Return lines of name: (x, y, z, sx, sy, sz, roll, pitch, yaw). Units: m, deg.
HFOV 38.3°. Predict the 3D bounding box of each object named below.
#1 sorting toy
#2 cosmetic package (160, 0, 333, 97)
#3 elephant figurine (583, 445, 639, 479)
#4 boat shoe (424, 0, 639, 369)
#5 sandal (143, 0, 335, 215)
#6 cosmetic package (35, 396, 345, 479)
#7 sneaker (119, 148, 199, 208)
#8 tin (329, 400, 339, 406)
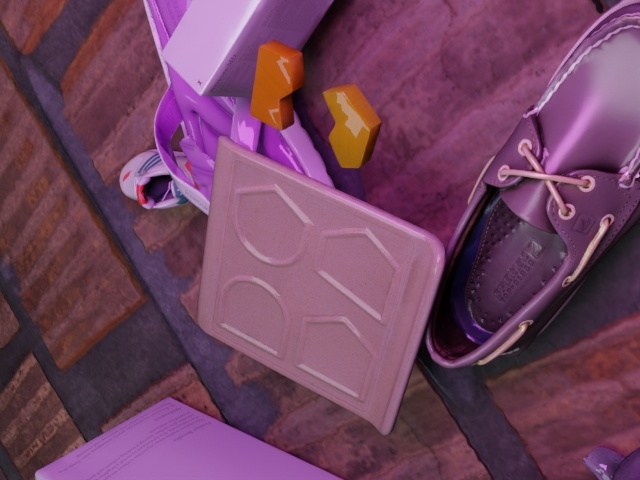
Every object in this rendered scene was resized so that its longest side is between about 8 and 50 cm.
sorting toy: (0.000, 0.000, 0.769, 0.229, 0.041, 0.307, 29, 129, 21)
cosmetic package: (-0.024, -0.223, 0.723, 0.060, 0.099, 0.239, 45, 116, 17)
elephant figurine: (0.247, 0.228, 0.624, 0.169, 0.239, 0.186, 50, 134, 13)
boat shoe: (0.169, -0.028, 0.680, 0.116, 0.096, 0.324, 42, 132, 21)
sandal: (-0.103, -0.102, 0.872, 0.169, 0.102, 0.417, -27, 83, 48)
cosmetic package: (-0.114, 0.337, 1.027, 0.384, 0.217, 0.156, 18, 120, 38)
sneaker: (-0.182, -0.064, 1.001, 0.161, 0.075, 0.057, 2, 110, 42)
tin: (0.025, 0.081, 0.908, 0.106, 0.040, 0.190, 25, 124, 38)
